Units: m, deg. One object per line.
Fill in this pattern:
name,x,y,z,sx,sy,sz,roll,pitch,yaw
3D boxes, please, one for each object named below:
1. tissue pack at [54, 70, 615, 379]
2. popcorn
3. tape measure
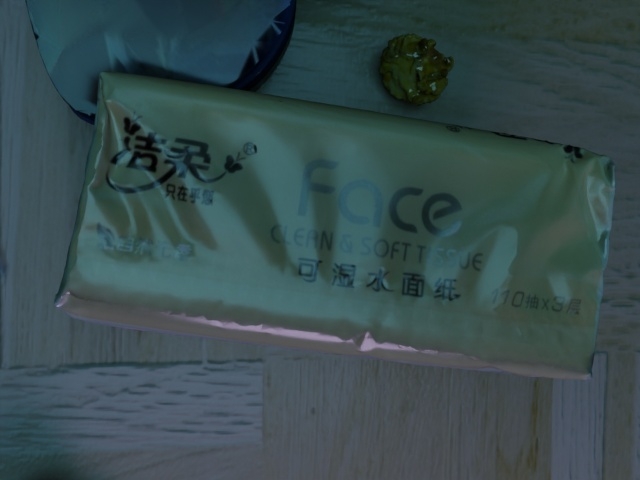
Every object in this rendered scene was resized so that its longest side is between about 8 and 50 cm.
tissue pack,0.000,0.000,0.680,0.404,0.332,0.205,8,87,-10
popcorn,0.105,-0.192,0.817,0.082,0.083,0.057,41,57,12
tape measure,-0.154,-0.255,0.739,0.262,0.138,0.259,-11,96,-9
